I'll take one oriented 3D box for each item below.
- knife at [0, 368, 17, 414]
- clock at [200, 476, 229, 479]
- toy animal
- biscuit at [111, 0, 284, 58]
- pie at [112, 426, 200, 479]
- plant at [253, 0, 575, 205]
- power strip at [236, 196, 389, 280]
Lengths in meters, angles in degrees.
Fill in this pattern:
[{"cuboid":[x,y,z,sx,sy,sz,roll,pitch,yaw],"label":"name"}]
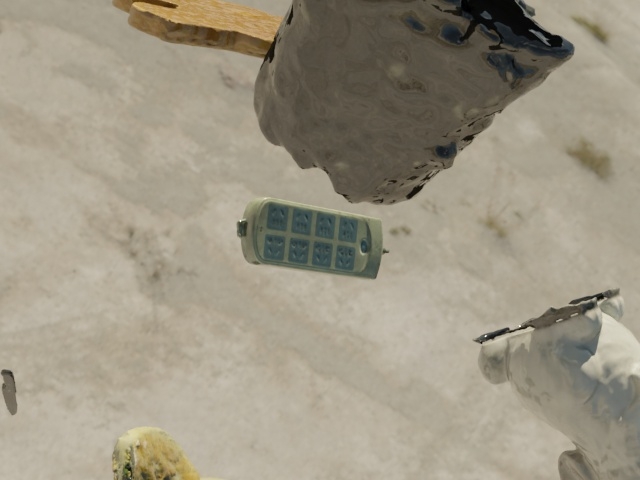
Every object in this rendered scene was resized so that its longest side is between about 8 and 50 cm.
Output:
[{"cuboid":[-0.438,0.216,1.537,0.023,0.170,0.010,22,58,1],"label":"knife"},{"cuboid":[-0.200,0.552,2.034,0.284,0.114,0.309,17,22,-4],"label":"clock"},{"cuboid":[0.389,0.254,1.506,0.194,0.257,0.357,-14,81,-49],"label":"toy animal"},{"cuboid":[-0.088,-0.213,1.095,0.236,0.040,0.144,7,28,-29],"label":"biscuit"},{"cuboid":[-0.215,0.365,1.520,0.185,0.052,0.218,36,29,-48],"label":"pie"},{"cuboid":[0.075,-0.172,0.805,0.199,0.276,0.188,31,40,-6],"label":"plant"},{"cuboid":[0.000,0.000,1.306,0.226,0.029,0.080,9,82,-37],"label":"power strip"}]
